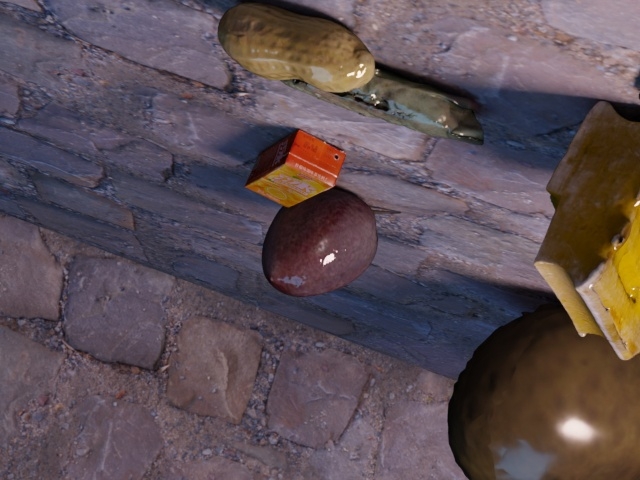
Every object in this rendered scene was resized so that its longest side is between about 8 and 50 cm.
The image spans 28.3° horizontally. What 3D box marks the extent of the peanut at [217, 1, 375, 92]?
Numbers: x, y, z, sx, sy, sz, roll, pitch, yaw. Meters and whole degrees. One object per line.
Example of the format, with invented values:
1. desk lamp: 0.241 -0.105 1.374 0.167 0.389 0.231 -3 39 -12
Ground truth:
1. peanut: -0.031 -0.246 1.641 0.214 0.090 0.098 17 125 15

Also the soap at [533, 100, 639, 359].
1. soap: 0.390 -0.008 1.649 0.143 0.259 0.281 19 165 28

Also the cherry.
1. cherry: 0.000 0.000 2.322 0.213 0.266 0.183 -5 117 58

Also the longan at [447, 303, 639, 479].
1. longan: 0.468 0.317 2.477 0.436 0.404 0.404 -2 168 -7

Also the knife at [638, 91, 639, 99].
1. knife: 0.390 -0.184 1.462 0.031 0.018 0.121 25 166 10

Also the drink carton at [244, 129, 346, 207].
1. drink carton: -0.046 -0.121 2.179 0.096 0.071 0.223 25 165 -17

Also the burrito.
1. burrito: 0.081 -0.198 1.729 0.309 0.066 0.096 20 171 1
